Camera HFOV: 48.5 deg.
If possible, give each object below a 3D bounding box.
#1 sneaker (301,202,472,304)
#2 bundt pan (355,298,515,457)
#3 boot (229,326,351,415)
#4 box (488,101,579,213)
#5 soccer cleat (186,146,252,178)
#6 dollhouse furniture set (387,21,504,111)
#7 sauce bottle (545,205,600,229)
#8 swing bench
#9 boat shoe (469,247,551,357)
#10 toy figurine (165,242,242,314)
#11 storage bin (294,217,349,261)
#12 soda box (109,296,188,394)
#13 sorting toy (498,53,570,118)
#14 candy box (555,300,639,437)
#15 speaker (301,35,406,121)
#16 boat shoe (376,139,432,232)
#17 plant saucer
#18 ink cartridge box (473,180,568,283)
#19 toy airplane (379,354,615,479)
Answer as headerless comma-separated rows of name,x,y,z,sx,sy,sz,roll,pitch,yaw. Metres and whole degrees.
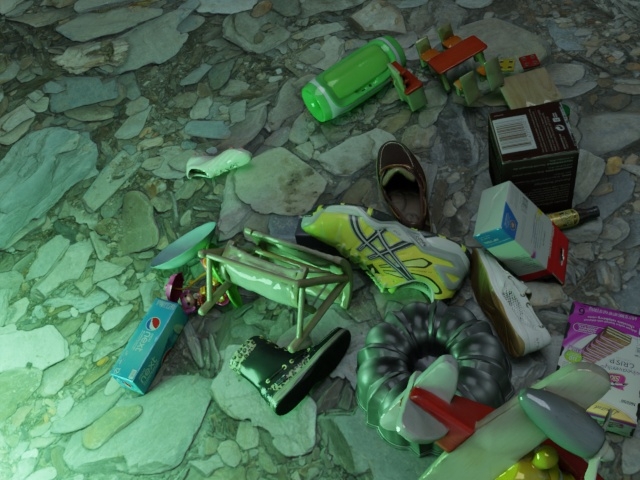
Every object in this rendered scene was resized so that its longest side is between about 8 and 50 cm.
sneaker,0.134,0.029,1.562,0.385,0.145,0.147,18,75,7
bundt pan,0.221,0.255,1.426,0.331,0.124,0.330,-7,51,9
boot,-0.067,0.243,1.537,0.179,0.085,0.236,31,65,35
box,0.485,-0.182,1.641,0.167,0.203,0.168,-10,52,7
soccer cleat,-0.278,-0.207,1.953,0.196,0.068,0.076,-6,57,19
dollhouse furniture set,0.325,-0.477,1.929,0.259,0.135,0.262,-31,43,-1
sauce bottle,0.571,-0.052,1.622,0.128,0.042,0.042,-17,51,3
swing bench,-0.092,0.084,1.552,0.253,0.165,0.255,17,26,25
boat shoe,0.399,0.125,1.504,0.096,0.098,0.277,-10,49,-9
toy figurine,-0.290,0.118,1.695,0.159,0.130,0.173,-29,75,9
storage bin,0.000,0.000,1.700,0.135,0.091,0.098,3,54,18
soda box,-0.389,0.239,1.629,0.067,0.071,0.210,14,58,23
sorting toy,0.550,-0.392,1.886,0.132,0.046,0.274,-15,51,3
candy box,0.545,0.245,1.381,0.159,0.071,0.233,11,57,22
speaker,0.096,-0.458,2.006,0.296,0.131,0.131,-35,53,-13
boat shoe,0.201,-0.138,1.732,0.123,0.123,0.342,-10,51,7
plant saucer,-0.332,0.022,1.765,0.195,0.037,0.195,-28,17,9
ink cartridge box,0.442,-0.006,1.549,0.078,0.231,0.134,-22,39,46
toy airplane,0.282,0.364,1.157,0.385,0.386,0.272,-10,39,8
